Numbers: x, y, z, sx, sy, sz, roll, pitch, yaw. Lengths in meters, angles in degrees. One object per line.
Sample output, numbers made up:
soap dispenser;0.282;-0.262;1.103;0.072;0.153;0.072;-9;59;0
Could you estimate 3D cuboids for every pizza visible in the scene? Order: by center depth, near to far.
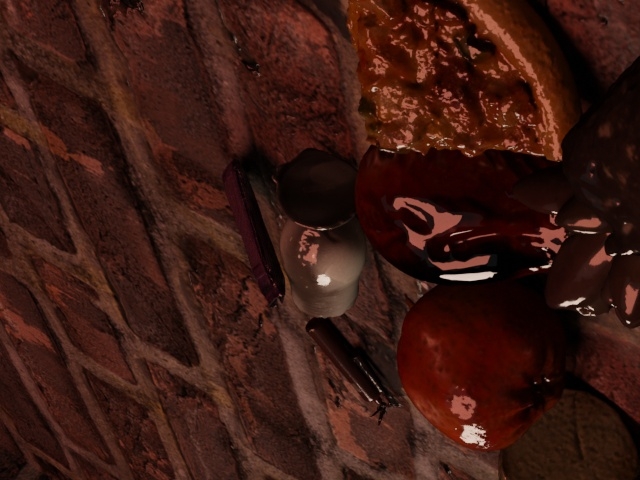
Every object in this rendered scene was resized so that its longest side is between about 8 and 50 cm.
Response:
pizza;0.098;-0.144;1.476;0.292;0.058;0.197;47;119;-6

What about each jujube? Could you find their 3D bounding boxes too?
jujube;0.149;-0.035;1.581;0.236;0.168;0.168;11;145;30

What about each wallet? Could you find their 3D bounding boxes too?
wallet;-0.077;-0.007;1.996;0.111;0.030;0.165;101;149;-81

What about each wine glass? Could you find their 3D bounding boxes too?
wine glass;0.000;0.000;1.931;0.103;0.103;0.222;31;154;19

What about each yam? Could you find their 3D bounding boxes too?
yam;0.281;0.304;1.984;0.168;0.168;0.304;29;156;22

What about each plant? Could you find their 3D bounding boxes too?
plant;0.280;-0.043;1.321;0.194;0.182;0.320;50;159;10

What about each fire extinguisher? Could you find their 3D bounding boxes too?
fire extinguisher;0.046;0.163;2.250;0.049;0.035;0.173;-27;117;23

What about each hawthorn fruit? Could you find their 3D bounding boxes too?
hawthorn fruit;0.155;0.114;1.819;0.200;0.179;0.179;31;156;27
